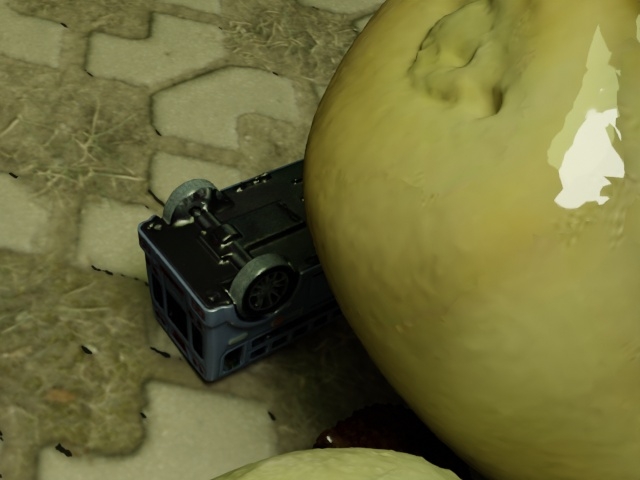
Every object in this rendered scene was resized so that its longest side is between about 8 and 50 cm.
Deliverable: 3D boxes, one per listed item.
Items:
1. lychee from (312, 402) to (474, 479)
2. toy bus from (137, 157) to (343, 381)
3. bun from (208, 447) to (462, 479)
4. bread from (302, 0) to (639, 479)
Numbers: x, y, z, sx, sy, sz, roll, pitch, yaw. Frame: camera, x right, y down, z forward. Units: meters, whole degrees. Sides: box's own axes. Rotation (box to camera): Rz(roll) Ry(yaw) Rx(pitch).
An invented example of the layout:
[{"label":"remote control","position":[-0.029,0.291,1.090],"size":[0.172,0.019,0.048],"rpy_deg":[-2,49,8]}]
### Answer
[{"label":"lychee","position":[0.047,0.178,0.549],"size":[0.123,0.123,0.129],"rpy_deg":[-24,83,-32]},{"label":"toy bus","position":[0.000,0.000,0.703],"size":[0.292,0.133,0.125],"rpy_deg":[-24,50,-29]},{"label":"bun","position":[0.039,0.262,0.326],"size":[0.364,0.202,0.364],"rpy_deg":[14,64,-30]},{"label":"bread","position":[0.165,0.006,0.547],"size":[0.376,0.253,0.347],"rpy_deg":[40,40,-33]}]
